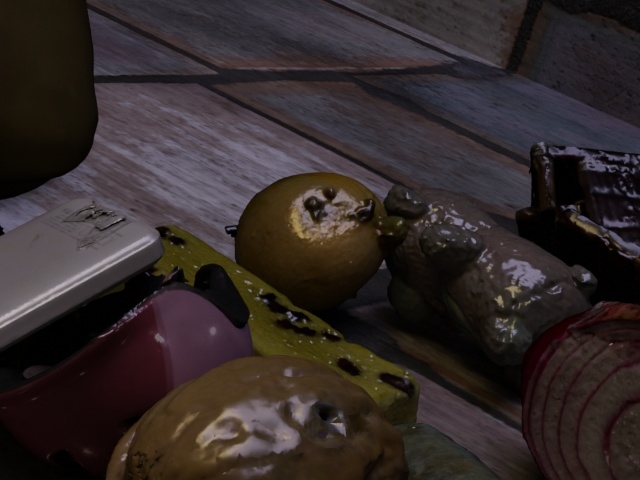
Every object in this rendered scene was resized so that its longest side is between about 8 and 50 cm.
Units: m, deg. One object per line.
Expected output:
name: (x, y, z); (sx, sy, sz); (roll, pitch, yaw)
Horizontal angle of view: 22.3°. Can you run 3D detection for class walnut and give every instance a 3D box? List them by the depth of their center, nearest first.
walnut: (-0.045, 0.177, 1.141); (0.245, 0.198, 0.198); (-14, 36, -43)

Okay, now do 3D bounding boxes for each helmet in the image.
helmet: (-0.146, 0.115, 1.282); (0.154, 0.198, 0.253); (61, 23, -12)

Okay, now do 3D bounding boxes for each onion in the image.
onion: (0.306, 0.162, 1.519); (0.206, 0.216, 0.207); (4, 1, 40)

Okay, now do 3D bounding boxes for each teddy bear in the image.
teddy bear: (0.168, 0.043, 1.758); (0.267, 0.151, 0.236); (30, -13, 33)

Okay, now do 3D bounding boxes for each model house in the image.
model house: (0.376, 0.077, 1.828); (0.297, 0.317, 0.283); (-8, 42, -4)

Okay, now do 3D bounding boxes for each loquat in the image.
loquat: (0.000, 0.000, 1.728); (0.204, 0.149, 0.172); (-13, -1, 30)

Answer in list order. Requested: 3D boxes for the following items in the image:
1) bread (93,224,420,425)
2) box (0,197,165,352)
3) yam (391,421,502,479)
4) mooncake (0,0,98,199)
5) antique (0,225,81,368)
bread: (-0.069, 0.092, 1.546); (0.361, 0.077, 0.138); (31, 23, 34)
box: (-0.272, 0.048, 1.312); (0.285, 0.044, 0.142); (-31, 33, -28)
yam: (0.100, 0.232, 1.234); (0.133, 0.133, 0.330); (12, 13, -19)
mooncake: (-0.428, -0.170, 1.466); (0.467, 0.262, 0.467); (-3, -2, 0)
antique: (-0.302, 0.046, 1.445); (0.081, 0.080, 0.221); (-2, 31, -47)
